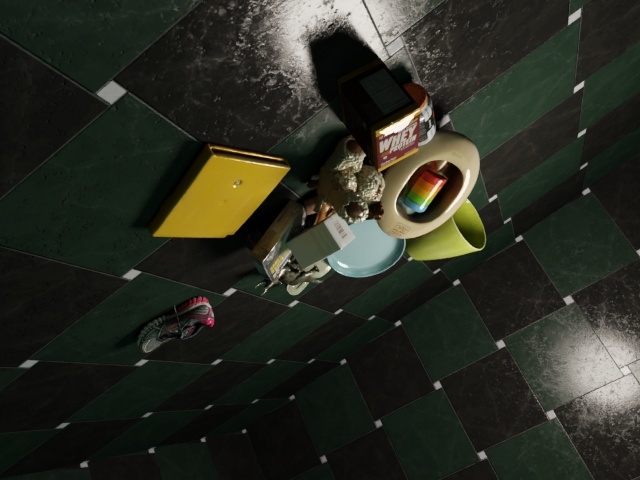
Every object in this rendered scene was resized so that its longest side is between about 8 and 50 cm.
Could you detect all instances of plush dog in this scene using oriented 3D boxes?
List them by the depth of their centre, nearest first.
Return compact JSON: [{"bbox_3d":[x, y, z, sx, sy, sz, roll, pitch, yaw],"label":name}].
[{"bbox_3d":[0.104,-0.171,1.673,0.226,0.262,0.211,3,173,-37],"label":"plush dog"}]

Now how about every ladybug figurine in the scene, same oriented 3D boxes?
[{"bbox_3d":[0.347,-0.196,1.858,0.305,0.161,0.449,22,123,-22],"label":"ladybug figurine"}]

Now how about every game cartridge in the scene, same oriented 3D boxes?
[{"bbox_3d":[-0.278,-0.123,1.489,0.285,0.052,0.324,1,142,-50],"label":"game cartridge"}]

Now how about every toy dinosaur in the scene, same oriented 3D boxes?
[{"bbox_3d":[-0.109,0.122,2.092,0.160,0.121,0.314,-31,160,27],"label":"toy dinosaur"}]

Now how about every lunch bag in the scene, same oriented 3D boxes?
[{"bbox_3d":[-0.212,0.009,1.782,0.065,0.067,0.098,-31,157,-1],"label":"lunch bag"}]

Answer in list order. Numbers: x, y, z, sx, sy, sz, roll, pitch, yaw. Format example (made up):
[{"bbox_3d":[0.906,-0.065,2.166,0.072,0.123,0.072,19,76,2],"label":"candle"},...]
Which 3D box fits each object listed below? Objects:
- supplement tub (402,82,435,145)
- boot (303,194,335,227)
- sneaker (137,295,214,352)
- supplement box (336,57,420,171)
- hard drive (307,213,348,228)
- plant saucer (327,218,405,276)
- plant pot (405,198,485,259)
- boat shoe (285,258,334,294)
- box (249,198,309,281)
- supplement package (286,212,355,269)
[{"bbox_3d":[0.270,-0.365,1.570,0.117,0.117,0.190,-33,157,3],"label":"supplement tub"},{"bbox_3d":[0.038,-0.070,1.805,0.153,0.073,0.197,-13,126,2],"label":"boot"},{"bbox_3d":[-0.527,0.320,1.956,0.299,0.112,0.121,-32,156,3],"label":"sneaker"},{"bbox_3d":[0.153,-0.325,1.417,0.129,0.194,0.191,-29,155,-5],"label":"supplement box"},{"bbox_3d":[0.019,-0.056,1.942,0.172,0.054,0.254,1,140,-50],"label":"hard drive"},{"bbox_3d":[0.180,0.024,2.164,0.318,0.043,0.317,-5,134,-5],"label":"plant saucer"},{"bbox_3d":[0.519,-0.031,2.372,0.294,0.274,0.275,-29,161,37],"label":"plant pot"},{"bbox_3d":[-0.047,0.128,2.217,0.233,0.084,0.079,-37,-166,-3],"label":"boat shoe"},{"bbox_3d":[-0.128,0.004,1.767,0.231,0.056,0.183,-55,162,-18],"label":"box"},{"bbox_3d":[0.000,0.000,1.713,0.179,0.105,0.105,-28,-173,38],"label":"supplement package"}]
